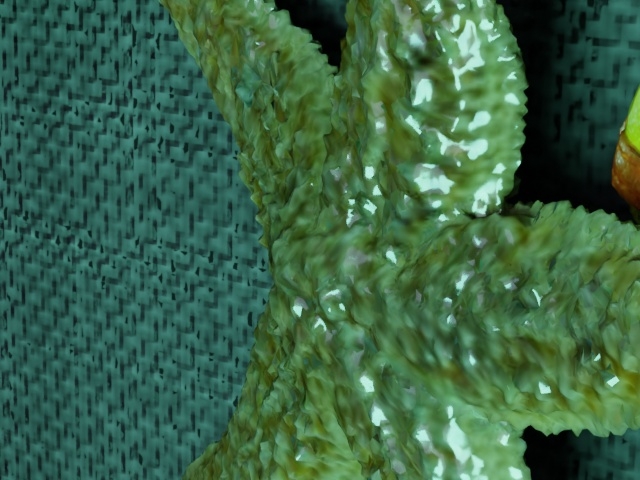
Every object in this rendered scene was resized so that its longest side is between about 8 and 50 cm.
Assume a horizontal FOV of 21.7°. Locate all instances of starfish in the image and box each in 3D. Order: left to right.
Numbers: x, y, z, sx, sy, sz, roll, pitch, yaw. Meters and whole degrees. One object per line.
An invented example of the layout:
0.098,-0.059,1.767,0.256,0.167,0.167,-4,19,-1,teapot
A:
0.005,-0.002,0.413,0.295,0.048,0.231,-33,74,57,starfish

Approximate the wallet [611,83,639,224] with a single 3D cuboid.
0.167,0.002,0.283,0.241,0.067,0.141,46,130,30,wallet
